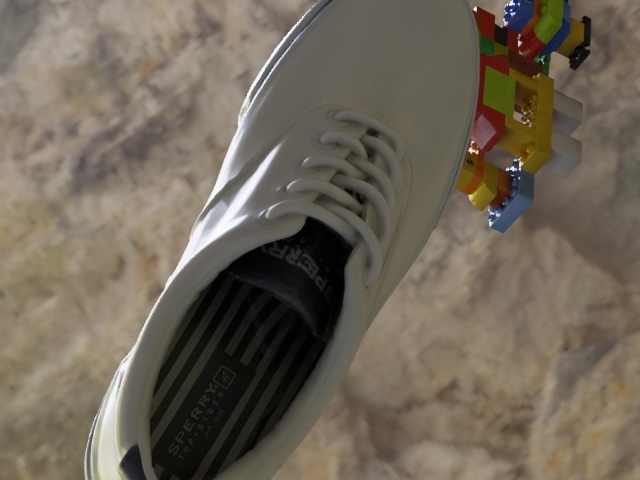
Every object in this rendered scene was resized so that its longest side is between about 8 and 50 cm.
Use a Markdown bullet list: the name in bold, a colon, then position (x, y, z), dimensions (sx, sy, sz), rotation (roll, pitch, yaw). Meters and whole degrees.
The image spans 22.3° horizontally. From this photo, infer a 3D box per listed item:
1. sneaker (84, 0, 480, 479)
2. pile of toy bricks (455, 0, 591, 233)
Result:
- **sneaker**: position (0.000, 0.000, 0.608), dimensions (0.094, 0.258, 0.091), rotation (29, -16, -12)
- **pile of toy bricks**: position (0.082, -0.106, 0.925), dimensions (0.105, 0.212, 0.118), rotation (24, -45, -14)
